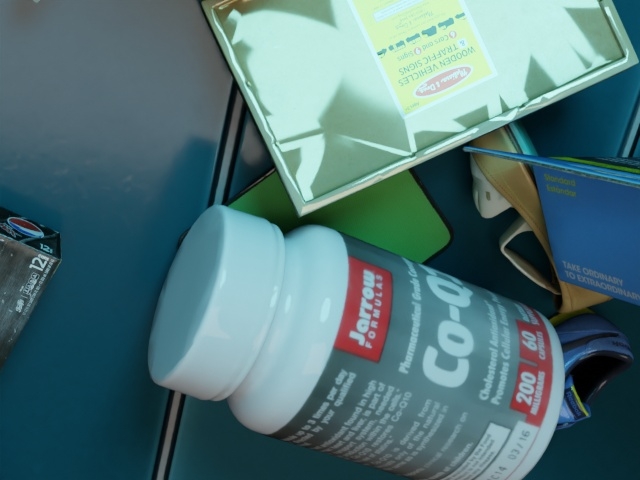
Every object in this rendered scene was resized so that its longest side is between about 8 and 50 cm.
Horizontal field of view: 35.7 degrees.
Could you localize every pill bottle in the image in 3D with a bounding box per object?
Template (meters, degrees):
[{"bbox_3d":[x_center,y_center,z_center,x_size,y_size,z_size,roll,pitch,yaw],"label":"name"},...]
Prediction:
[{"bbox_3d":[0.027,0.083,0.753,0.283,0.161,0.161,21,106,-21],"label":"pill bottle"}]

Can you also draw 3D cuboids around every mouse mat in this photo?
[{"bbox_3d":[0.000,0.000,0.804,0.189,0.007,0.153,-35,116,3],"label":"mouse mat"}]

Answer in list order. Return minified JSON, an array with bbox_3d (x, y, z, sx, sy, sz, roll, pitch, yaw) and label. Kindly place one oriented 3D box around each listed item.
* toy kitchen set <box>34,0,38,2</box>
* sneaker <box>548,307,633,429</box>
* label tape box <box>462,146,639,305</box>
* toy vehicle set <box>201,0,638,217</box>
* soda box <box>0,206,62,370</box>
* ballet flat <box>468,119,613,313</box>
[{"bbox_3d":[-0.190,-0.208,0.637,0.075,0.068,0.083,-45,114,7],"label":"toy kitchen set"},{"bbox_3d":[0.178,0.143,0.866,0.209,0.082,0.069,-39,117,6],"label":"sneaker"},{"bbox_3d":[0.294,0.005,0.693,0.333,0.240,0.106,-2,103,-31],"label":"label tape box"},{"bbox_3d":[0.070,-0.145,0.708,0.266,0.035,0.166,-24,91,-3],"label":"toy vehicle set"},{"bbox_3d":[-0.256,0.062,0.742,0.060,0.053,0.169,26,104,-21],"label":"soda box"},{"bbox_3d":[0.166,-0.023,0.798,0.073,0.080,0.232,-32,115,19],"label":"ballet flat"}]
